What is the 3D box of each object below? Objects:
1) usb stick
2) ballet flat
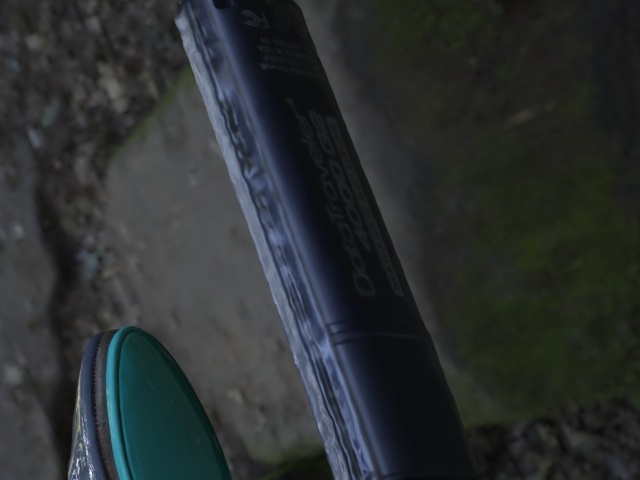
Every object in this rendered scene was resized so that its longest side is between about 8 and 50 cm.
[{"bbox_3d":[0.000,0.000,0.808,0.045,0.077,0.278,-39,60,35],"label":"usb stick"},{"bbox_3d":[-0.056,0.125,0.644,0.074,0.074,0.203,94,152,-54],"label":"ballet flat"}]
